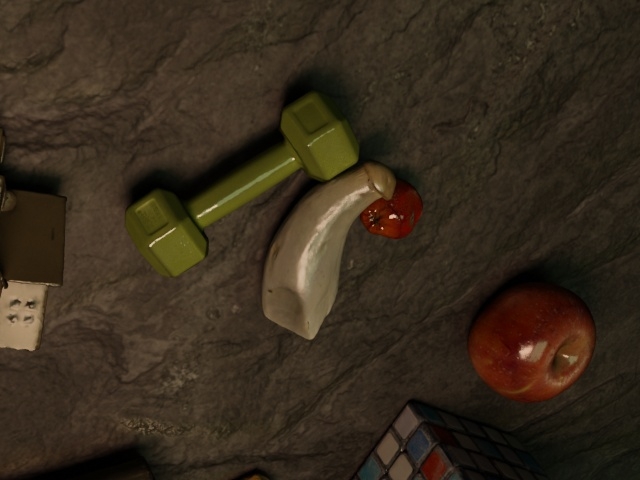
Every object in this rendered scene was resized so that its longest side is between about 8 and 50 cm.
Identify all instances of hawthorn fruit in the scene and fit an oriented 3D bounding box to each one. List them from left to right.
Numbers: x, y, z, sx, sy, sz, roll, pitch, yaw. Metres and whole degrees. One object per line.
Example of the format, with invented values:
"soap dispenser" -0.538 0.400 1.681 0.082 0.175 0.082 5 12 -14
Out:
"hawthorn fruit" 0.099 -0.048 1.194 0.093 0.093 0.093 -11 122 -18

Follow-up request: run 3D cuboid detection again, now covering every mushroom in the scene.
"mushroom" 0.000 0.000 1.150 0.118 0.103 0.270 24 116 -6

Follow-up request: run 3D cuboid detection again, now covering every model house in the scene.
"model house" -0.389 -0.009 0.943 0.211 0.204 0.243 8 98 -27

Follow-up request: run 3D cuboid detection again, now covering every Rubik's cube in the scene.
"Rubik's cube" 0.230 0.490 1.433 0.293 0.292 0.286 23 106 -35

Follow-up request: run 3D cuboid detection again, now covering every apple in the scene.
"apple" 0.333 0.157 1.368 0.201 0.162 0.201 -14 118 -28

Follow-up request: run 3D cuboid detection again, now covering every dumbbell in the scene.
"dumbbell" -0.096 -0.071 1.071 0.302 0.121 0.108 -32 155 -3

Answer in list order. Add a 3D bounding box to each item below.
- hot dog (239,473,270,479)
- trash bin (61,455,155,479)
"hot dog" -0.200 0.463 1.370 0.286 0.061 0.087 -26 129 -9
"trash bin" -0.361 0.437 1.200 0.302 0.203 0.252 -14 90 -16
